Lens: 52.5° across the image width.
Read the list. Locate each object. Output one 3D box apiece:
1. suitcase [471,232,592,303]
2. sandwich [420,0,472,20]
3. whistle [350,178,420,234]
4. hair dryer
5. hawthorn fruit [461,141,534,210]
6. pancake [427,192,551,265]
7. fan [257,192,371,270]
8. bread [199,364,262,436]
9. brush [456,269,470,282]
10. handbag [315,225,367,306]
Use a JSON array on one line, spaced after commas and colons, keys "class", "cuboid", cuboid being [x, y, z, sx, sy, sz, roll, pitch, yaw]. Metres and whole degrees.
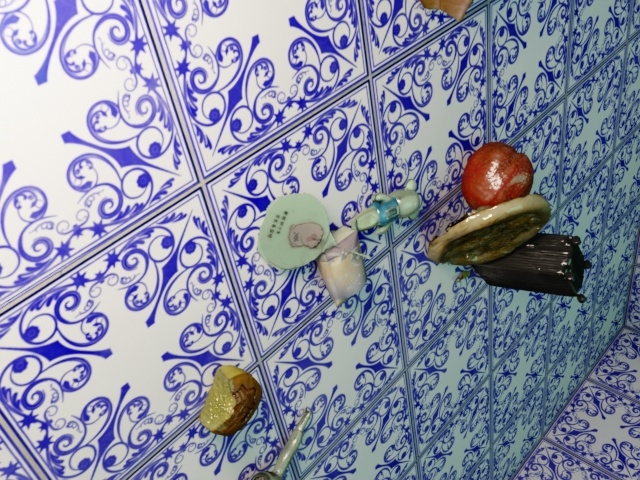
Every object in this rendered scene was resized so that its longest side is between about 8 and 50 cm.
[{"class": "suitcase", "cuboid": [0.680, 0.077, 2.107, 0.229, 0.334, 0.152, 40, 63, -50]}, {"class": "sandwich", "cuboid": [0.316, -0.585, 1.434, 0.108, 0.220, 0.186, -59, 141, -11]}, {"class": "whistle", "cuboid": [0.166, -0.076, 1.647, 0.235, 0.077, 0.114, -24, 117, -33]}, {"class": "hair dryer", "cuboid": [-0.083, 0.606, 1.719, 0.267, 0.092, 0.229, -49, 147, -36]}, {"class": "hawthorn fruit", "cuboid": [0.508, -0.159, 1.910, 0.205, 0.205, 0.253, 19, 106, -52]}, {"class": "pancake", "cuboid": [0.492, -0.018, 1.896, 0.381, 0.071, 0.382, -14, 157, -6]}, {"class": "fan", "cuboid": [0.000, 0.000, 1.460, 0.310, 0.010, 0.182, 18, 97, -32]}, {"class": "bread", "cuboid": [-0.191, 0.352, 1.436, 0.125, 0.086, 0.156, 7, 104, -52]}, {"class": "brush", "cuboid": [0.464, 0.119, 2.133, 0.083, 0.021, 0.019, -25, 128, -47]}, {"class": "handbag", "cuboid": [0.049, 0.064, 1.571, 0.117, 0.095, 0.173, -34, 124, -26]}]
